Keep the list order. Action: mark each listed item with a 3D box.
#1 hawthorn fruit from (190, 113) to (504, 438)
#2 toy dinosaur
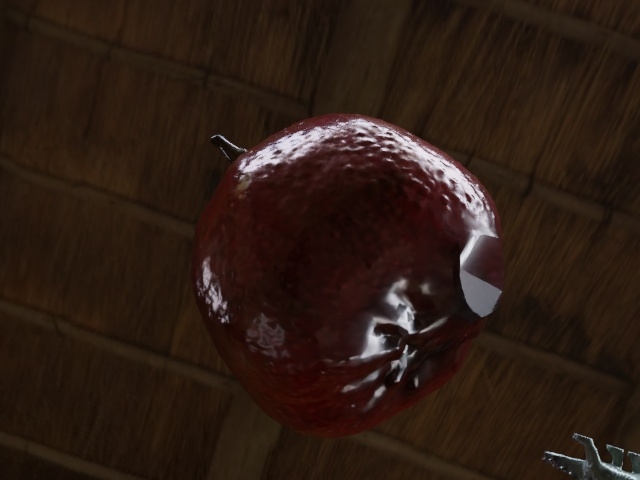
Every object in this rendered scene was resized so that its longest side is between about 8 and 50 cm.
[{"bbox_3d":[0.000,0.000,0.854,0.230,0.210,0.266,-44,-111,9],"label":"hawthorn fruit"},{"bbox_3d":[0.311,0.243,1.097,0.209,0.039,0.082,11,-96,24],"label":"toy dinosaur"}]
